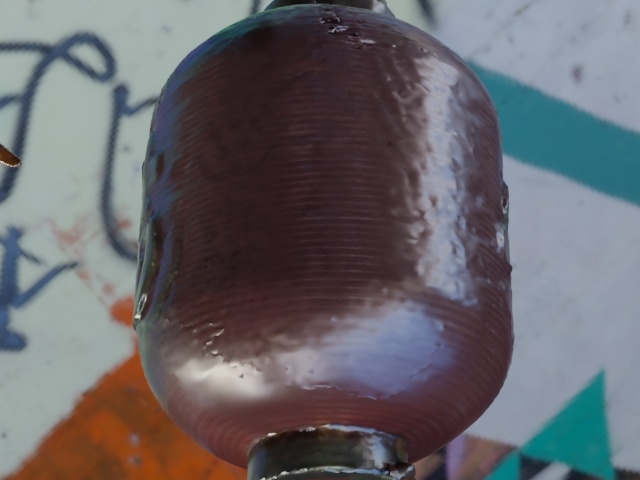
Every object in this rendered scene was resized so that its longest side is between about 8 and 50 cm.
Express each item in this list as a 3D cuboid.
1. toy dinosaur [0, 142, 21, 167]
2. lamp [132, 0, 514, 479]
[{"bbox_3d":[-0.397,-0.133,1.438,0.432,0.097,0.208,-2,-153,32],"label":"toy dinosaur"},{"bbox_3d":[0.000,0.000,0.702,0.180,0.180,0.258,-21,-125,34],"label":"lamp"}]
